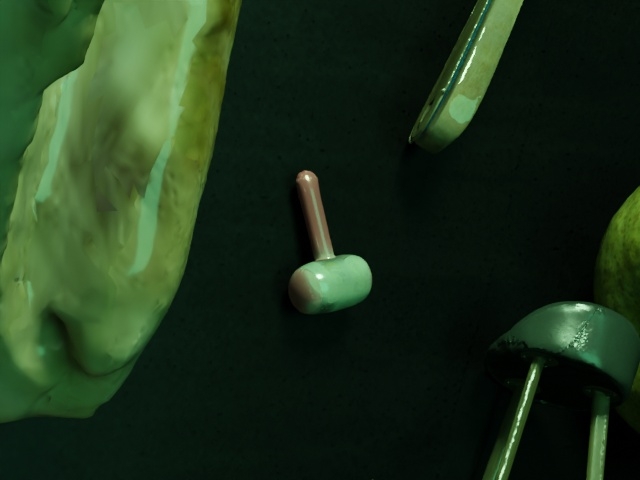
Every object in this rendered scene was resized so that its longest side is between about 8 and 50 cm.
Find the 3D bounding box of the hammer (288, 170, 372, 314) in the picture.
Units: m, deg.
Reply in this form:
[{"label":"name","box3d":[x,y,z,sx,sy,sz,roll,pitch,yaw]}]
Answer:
[{"label":"hammer","box3d":[0.000,0.000,1.138,0.052,0.031,0.083,-12,89,-43]}]

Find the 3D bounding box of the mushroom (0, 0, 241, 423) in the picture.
[{"label":"mushroom","box3d":[-0.152,-0.121,0.923,0.313,0.224,0.397,-75,171,-50]}]

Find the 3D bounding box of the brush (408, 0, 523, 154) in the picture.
[{"label":"brush","box3d":[0.118,-0.201,1.231,0.065,0.070,0.327,31,69,-14]}]

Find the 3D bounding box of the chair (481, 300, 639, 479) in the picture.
[{"label":"chair","box3d":[0.122,0.147,1.185,0.104,0.095,0.221,31,67,-31]}]

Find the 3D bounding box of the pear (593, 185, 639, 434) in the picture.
[{"label":"pear","box3d":[0.288,0.045,1.267,0.211,0.188,0.228,-15,102,-42]}]
